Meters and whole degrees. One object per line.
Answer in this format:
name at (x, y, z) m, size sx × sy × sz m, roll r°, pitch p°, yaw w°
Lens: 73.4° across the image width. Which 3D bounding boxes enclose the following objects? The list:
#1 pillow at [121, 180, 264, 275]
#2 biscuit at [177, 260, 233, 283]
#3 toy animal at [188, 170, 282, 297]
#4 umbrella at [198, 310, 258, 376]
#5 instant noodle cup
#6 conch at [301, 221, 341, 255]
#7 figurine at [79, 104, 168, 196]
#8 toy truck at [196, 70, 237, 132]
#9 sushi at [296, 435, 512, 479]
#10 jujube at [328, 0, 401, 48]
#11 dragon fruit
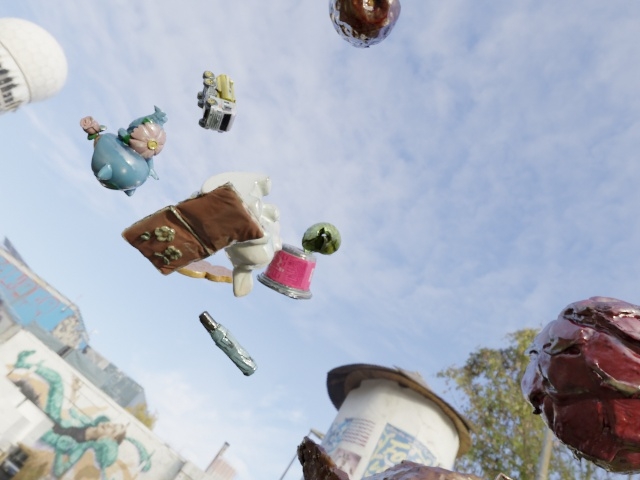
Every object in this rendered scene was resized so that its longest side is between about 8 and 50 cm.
pillow at (-0.218, -0.017, 0.740) m, size 0.232 × 0.043 × 0.126 m, roll -20°, pitch -46°, yaw 18°
biscuit at (-0.479, 0.125, 1.775) m, size 0.288 × 0.202 × 0.044 m, roll 16°, pitch -82°, yaw -10°
toy animal at (-0.234, -0.014, 1.249) m, size 0.240 × 0.196 × 0.368 m, roll -1°, pitch -51°, yaw 15°
umbrella at (-0.281, 0.314, 1.309) m, size 0.053 × 0.052 × 0.251 m, roll -32°, pitch -77°, yaw 18°
instant noodle cup at (-0.125, 0.121, 1.836) m, size 0.258 × 0.182 × 0.302 m, roll 19°, pitch 4°, yaw -34°
conch at (0.000, 0.000, 0.919) m, size 0.074 × 0.089 × 0.121 m, roll 53°, pitch -3°, yaw 11°
figurine at (-0.367, -0.183, 0.813) m, size 0.144 × 0.178 × 0.114 m, roll 38°, pitch -4°, yaw 5°
toy truck at (-0.320, -0.440, 1.352) m, size 0.113 × 0.227 × 0.098 m, roll 8°, pitch -42°, yaw -27°
sushi at (0.110, 0.316, 0.428) m, size 0.296 × 0.167 × 0.179 m, roll 20°, pitch -31°, yaw -12°
jujube at (0.109, -0.579, 1.065) m, size 0.183 × 0.243 × 0.184 m, roll -1°, pitch -72°, yaw -4°
dragon fruit at (0.560, 0.265, 0.822) m, size 0.328 × 0.329 × 0.330 m, roll 22°, pitch -42°, yaw 22°
